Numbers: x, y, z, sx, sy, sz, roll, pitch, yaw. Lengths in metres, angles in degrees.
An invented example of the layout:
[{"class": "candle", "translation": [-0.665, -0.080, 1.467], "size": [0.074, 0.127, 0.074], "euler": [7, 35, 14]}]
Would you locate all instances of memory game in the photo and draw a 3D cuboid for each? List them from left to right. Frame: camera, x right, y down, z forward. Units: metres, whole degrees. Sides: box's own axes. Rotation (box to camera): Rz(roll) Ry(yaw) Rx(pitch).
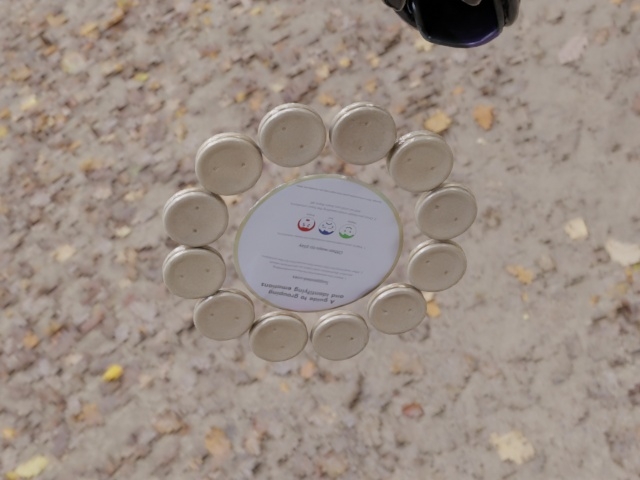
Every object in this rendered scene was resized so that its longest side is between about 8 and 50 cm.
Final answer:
[{"class": "memory game", "translation": [0.000, 0.000, 0.624], "size": [0.186, 0.186, 0.012], "euler": [-25, 37, 7]}]

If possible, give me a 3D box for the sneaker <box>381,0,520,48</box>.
[{"class": "sneaker", "translation": [0.062, -0.159, 0.563], "size": [0.107, 0.124, 0.283], "euler": [-6, 6, 18]}]
